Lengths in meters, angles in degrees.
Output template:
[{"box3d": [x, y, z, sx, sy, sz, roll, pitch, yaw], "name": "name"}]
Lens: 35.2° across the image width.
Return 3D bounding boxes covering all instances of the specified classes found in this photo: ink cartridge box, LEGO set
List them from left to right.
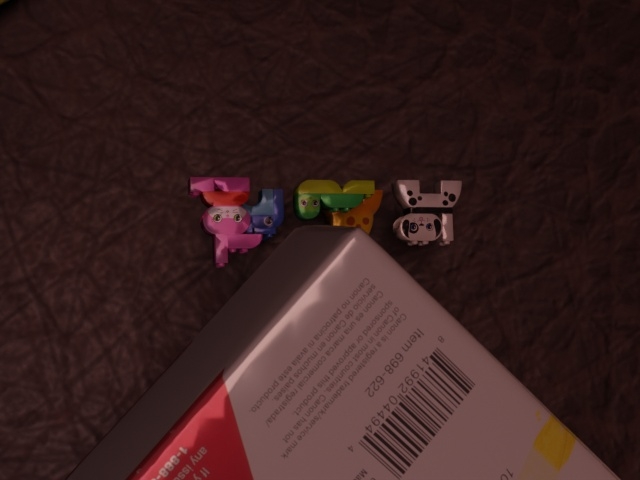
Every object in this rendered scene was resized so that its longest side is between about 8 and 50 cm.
[{"box3d": [0.000, 0.000, 0.850, 0.227, 0.087, 0.093, 0, 85, -14], "name": "LEGO set"}, {"box3d": [0.047, 0.216, 0.745, 0.385, 0.160, 0.279, 44, 79, -13], "name": "ink cartridge box"}]

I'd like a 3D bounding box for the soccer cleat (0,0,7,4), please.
[{"box3d": [-0.346, -0.215, 0.815, 0.289, 0.121, 0.093, -29, 86, -11], "name": "soccer cleat"}]
